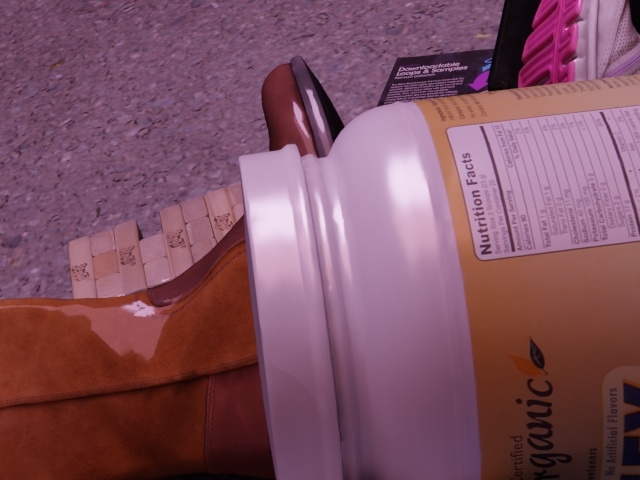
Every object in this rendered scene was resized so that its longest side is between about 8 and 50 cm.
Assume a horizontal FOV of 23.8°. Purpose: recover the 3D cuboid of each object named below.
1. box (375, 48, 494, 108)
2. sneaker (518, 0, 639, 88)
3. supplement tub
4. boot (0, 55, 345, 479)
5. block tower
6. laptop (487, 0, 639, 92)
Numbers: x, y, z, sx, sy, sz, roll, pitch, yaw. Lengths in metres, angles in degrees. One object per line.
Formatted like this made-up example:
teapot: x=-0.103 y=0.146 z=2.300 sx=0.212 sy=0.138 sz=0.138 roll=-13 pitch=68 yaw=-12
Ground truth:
box: x=0.100 y=-0.097 z=1.193 sx=0.116 sy=0.029 sz=0.162 roll=-2 pitch=39 yaw=22
sneaker: x=0.196 y=-0.060 z=0.956 sx=0.111 sy=0.252 sz=0.103 roll=-6 pitch=1 yaw=-11
supplement tub: x=0.124 y=0.033 z=0.782 sx=0.316 sy=0.228 sz=0.228 roll=-7 pitch=34 yaw=-3
boot: x=-0.105 y=0.032 z=0.962 sx=0.280 sy=0.264 sz=0.096 roll=-10 pitch=-3 yaw=11
block tower: x=0.000 y=0.000 z=1.052 sx=0.335 sy=0.091 sz=0.097 roll=-19 pitch=35 yaw=-1
laptop: x=0.364 y=-0.259 z=1.021 sx=0.381 sy=0.408 sz=0.236 roll=17 pitch=16 yaw=21
